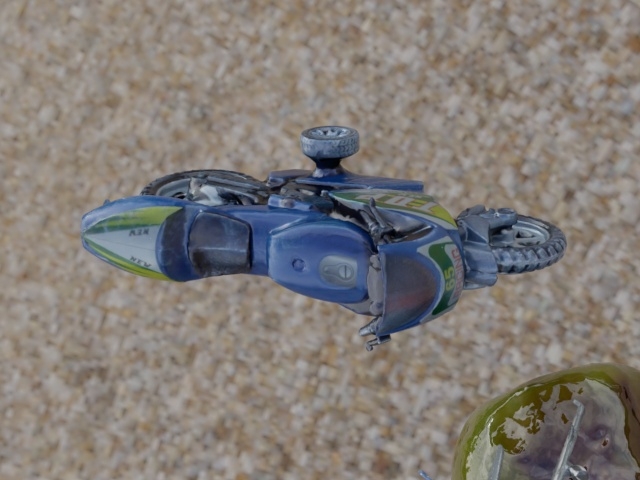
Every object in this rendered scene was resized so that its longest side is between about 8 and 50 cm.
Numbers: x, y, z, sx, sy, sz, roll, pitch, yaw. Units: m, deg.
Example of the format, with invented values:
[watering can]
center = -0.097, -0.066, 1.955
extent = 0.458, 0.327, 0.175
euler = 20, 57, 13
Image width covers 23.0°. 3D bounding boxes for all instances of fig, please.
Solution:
[fig]
center = 0.143, 0.138, 0.896
extent = 0.166, 0.144, 0.154
euler = 19, 127, 62

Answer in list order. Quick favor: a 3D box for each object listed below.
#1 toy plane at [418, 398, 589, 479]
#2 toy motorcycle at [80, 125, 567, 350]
[toy plane]
center = 0.047, 0.075, 0.383
extent = 0.077, 0.024, 0.084
euler = -59, 19, 1
[toy motorcycle]
center = 0.000, 0.000, 0.851
extent = 0.255, 0.135, 0.092
euler = 8, 112, 19
